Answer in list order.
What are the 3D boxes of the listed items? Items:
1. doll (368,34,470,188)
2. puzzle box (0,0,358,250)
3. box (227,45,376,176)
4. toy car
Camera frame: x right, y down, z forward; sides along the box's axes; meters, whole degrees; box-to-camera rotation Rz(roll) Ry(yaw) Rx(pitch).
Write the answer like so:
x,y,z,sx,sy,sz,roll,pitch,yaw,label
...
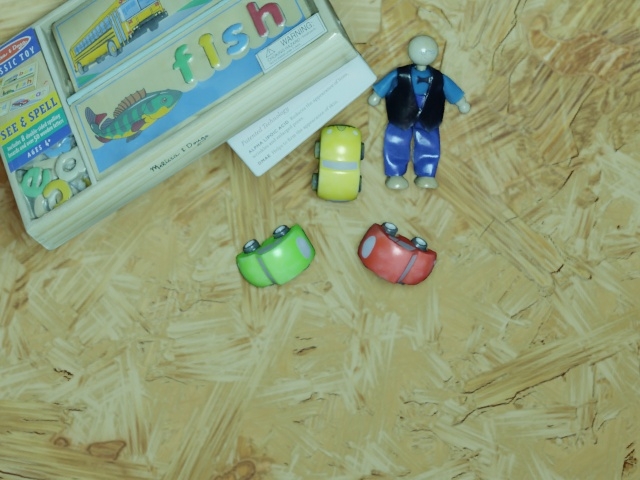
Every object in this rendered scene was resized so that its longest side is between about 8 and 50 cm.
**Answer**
x,y,z,sx,sy,sz,roll,pitch,yaw,label
0.122,-0.159,2.010,0.129,0.046,0.189,-1,109,-9,doll
-0.183,-0.201,1.824,0.409,0.272,0.052,-32,144,9,puzzle box
-0.050,-0.191,1.905,0.182,0.181,0.119,-39,107,4,box
0.000,0.000,2.018,0.225,0.053,0.239,-28,112,12,toy car
